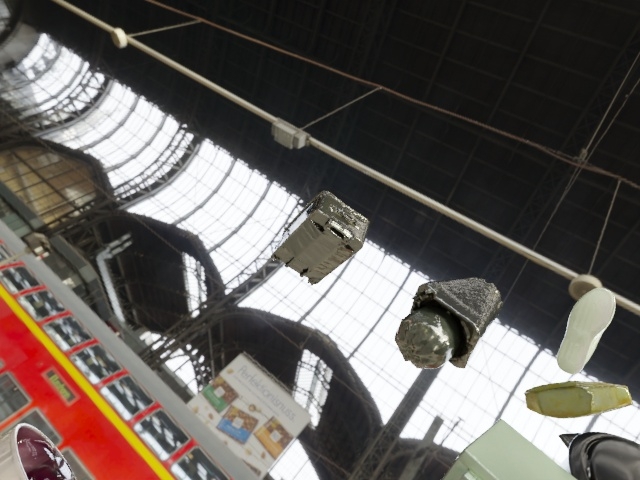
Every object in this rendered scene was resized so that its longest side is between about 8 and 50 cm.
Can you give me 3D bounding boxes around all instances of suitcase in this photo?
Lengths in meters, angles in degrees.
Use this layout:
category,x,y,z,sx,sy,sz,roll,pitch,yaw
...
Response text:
category,x,y,z,sx,sy,sz,roll,pitch,yaw
suitcase,0.000,0.000,1.724,0.283,0.194,0.434,34,-43,-14

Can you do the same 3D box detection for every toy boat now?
category,x,y,z,sx,sy,sz,roll,pitch,yaw
toy boat,0.459,0.287,0.739,0.172,0.066,0.065,-24,-112,41

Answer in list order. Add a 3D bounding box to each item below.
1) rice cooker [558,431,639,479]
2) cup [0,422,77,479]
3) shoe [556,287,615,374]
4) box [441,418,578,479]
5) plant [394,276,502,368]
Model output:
category,x,y,z,sx,sy,sz,roll,pitch,yaw
rice cooker,0.438,0.415,0.570,0.281,0.241,0.227,-113,-145,-56
cup,-0.531,0.494,0.642,0.288,0.273,0.208,54,-25,7
shoe,0.779,0.264,1.199,0.095,0.110,0.265,29,-80,39
box,0.167,0.320,0.318,0.225,0.117,0.225,36,-75,36
plant,0.271,0.169,0.860,0.164,0.255,0.142,41,-34,33
